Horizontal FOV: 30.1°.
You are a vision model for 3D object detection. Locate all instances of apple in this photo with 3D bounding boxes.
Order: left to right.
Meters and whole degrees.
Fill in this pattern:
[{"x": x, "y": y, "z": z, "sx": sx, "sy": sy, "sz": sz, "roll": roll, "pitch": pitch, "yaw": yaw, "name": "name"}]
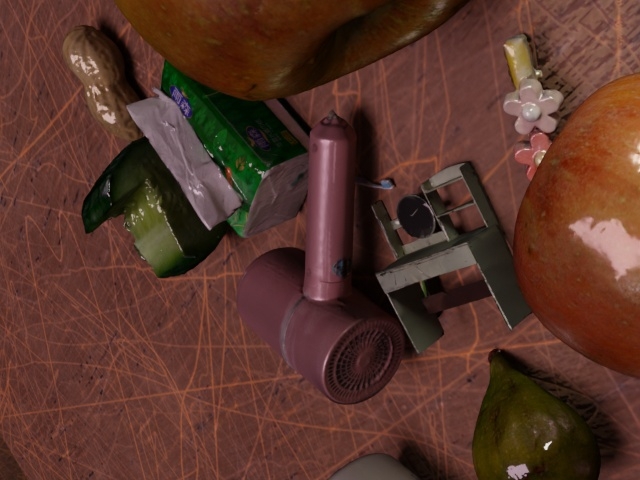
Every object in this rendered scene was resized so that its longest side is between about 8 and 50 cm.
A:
[{"x": -0.024, "y": -0.321, "z": 1.045, "sx": 0.384, "sy": 0.374, "sz": 0.374, "roll": -31, "pitch": 87, "yaw": 28, "name": "apple"}, {"x": 0.274, "y": -0.003, "z": 0.925, "sx": 0.253, "sy": 0.253, "sz": 0.254, "roll": 34, "pitch": 139, "yaw": 37, "name": "apple"}]

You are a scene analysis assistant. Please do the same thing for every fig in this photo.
[{"x": 0.234, "y": 0.204, "z": 1.280, "sx": 0.126, "sy": 0.185, "sz": 0.133, "roll": 19, "pitch": 137, "yaw": -5, "name": "fig"}]

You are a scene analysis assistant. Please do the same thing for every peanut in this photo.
[{"x": -0.310, "y": -0.226, "z": 1.729, "sx": 0.082, "sy": 0.082, "sz": 0.187, "roll": -7, "pitch": 108, "yaw": 56, "name": "peanut"}]

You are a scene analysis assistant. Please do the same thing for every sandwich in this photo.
[{"x": 0.114, "y": 0.057, "z": 1.391, "sx": 0.069, "sy": 0.026, "sz": 0.101, "roll": 5, "pitch": 115, "yaw": 58, "name": "sandwich"}]

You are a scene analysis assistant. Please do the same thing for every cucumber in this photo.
[{"x": -0.217, "y": -0.054, "z": 1.649, "sx": 0.191, "sy": 0.191, "sz": 0.130, "roll": 61, "pitch": 150, "yaw": 2, "name": "cucumber"}]

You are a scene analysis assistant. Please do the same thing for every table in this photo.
[{"x": 0.131, "y": 0.021, "z": 1.283, "sx": 0.146, "sy": 0.062, "sz": 0.175, "roll": -23, "pitch": 96, "yaw": 48, "name": "table"}]

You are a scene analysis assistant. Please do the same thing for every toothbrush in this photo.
[{"x": 0.042, "y": -0.070, "z": 1.407, "sx": 0.131, "sy": 0.011, "sz": 0.013, "roll": 9, "pitch": 134, "yaw": 52, "name": "toothbrush"}]

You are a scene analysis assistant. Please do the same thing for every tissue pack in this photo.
[{"x": -0.127, "y": -0.119, "z": 1.476, "sx": 0.209, "sy": 0.156, "sz": 0.148, "roll": 51, "pitch": 144, "yaw": 19, "name": "tissue pack"}]

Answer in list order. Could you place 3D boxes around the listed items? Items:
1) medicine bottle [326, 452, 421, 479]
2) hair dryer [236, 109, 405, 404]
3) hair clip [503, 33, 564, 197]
[{"x": 0.134, "y": 0.444, "z": 1.478, "sx": 0.339, "sy": 0.208, "sz": 0.208, "roll": 38, "pitch": 141, "yaw": 33, "name": "medicine bottle"}, {"x": 0.000, "y": 0.000, "z": 1.425, "sx": 0.210, "sy": 0.125, "sz": 0.353, "roll": 37, "pitch": 133, "yaw": 46, "name": "hair dryer"}, {"x": 0.208, "y": -0.090, "z": 1.118, "sx": 0.062, "sy": 0.056, "sz": 0.214, "roll": -10, "pitch": 108, "yaw": 23, "name": "hair clip"}]
